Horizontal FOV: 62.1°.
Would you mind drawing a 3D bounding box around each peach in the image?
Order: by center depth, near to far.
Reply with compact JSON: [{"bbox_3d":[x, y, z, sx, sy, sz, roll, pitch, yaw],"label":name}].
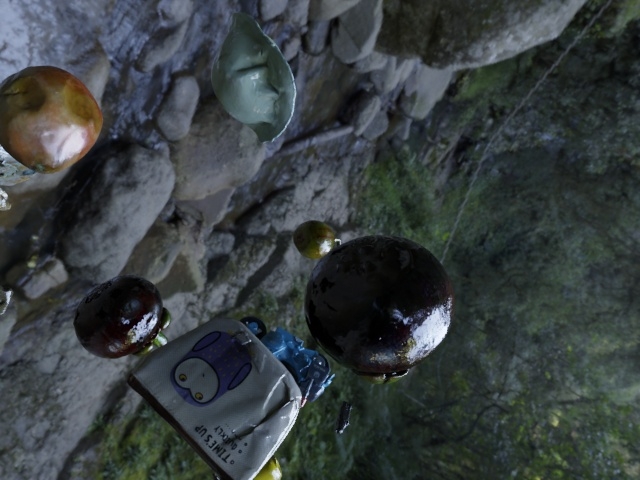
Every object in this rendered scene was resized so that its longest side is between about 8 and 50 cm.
[{"bbox_3d":[-0.581,-0.241,1.113,0.214,0.215,0.235,109,-21,-49],"label":"peach"}]

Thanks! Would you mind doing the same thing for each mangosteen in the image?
[{"bbox_3d":[0.123,0.138,1.059,0.300,0.300,0.300,-57,170,-16],"label":"mangosteen"},{"bbox_3d":[-0.483,0.197,1.298,0.216,0.216,0.216,-57,170,-16],"label":"mangosteen"}]

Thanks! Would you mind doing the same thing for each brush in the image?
[{"bbox_3d":[-0.992,0.135,1.414,0.071,0.301,0.084,137,-36,-65],"label":"brush"}]

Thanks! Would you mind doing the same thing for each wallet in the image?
[{"bbox_3d":[-0.192,0.310,1.065,0.275,0.335,0.068,-38,166,-40],"label":"wallet"}]

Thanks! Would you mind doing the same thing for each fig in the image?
[{"bbox_3d":[0.001,-0.003,1.883,0.187,0.147,0.142,-9,169,-25],"label":"fig"}]

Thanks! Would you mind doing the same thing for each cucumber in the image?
[{"bbox_3d":[0.066,0.533,1.573,0.163,0.039,0.043,-58,151,-72],"label":"cucumber"}]

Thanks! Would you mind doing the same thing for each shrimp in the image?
[{"bbox_3d":[-1.116,-0.263,1.811,0.247,0.085,0.360,-28,169,0],"label":"shrimp"}]

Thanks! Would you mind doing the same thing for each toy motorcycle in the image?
[{"bbox_3d":[-0.103,0.299,1.281,0.182,0.272,0.123,-61,178,-46],"label":"toy motorcycle"}]

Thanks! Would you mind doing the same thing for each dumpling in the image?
[{"bbox_3d":[-0.183,-0.488,1.552,0.270,0.321,0.211,-32,-153,31],"label":"dumpling"}]

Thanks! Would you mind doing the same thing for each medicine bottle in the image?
[{"bbox_3d":[-0.249,0.652,1.376,0.309,0.076,0.111,-23,149,-10],"label":"medicine bottle"}]

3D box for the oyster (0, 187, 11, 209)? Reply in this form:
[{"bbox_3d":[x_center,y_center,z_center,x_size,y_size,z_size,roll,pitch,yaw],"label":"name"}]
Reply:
[{"bbox_3d":[-1.069,-0.182,1.569,0.341,0.167,0.110,76,35,-55],"label":"oyster"}]
